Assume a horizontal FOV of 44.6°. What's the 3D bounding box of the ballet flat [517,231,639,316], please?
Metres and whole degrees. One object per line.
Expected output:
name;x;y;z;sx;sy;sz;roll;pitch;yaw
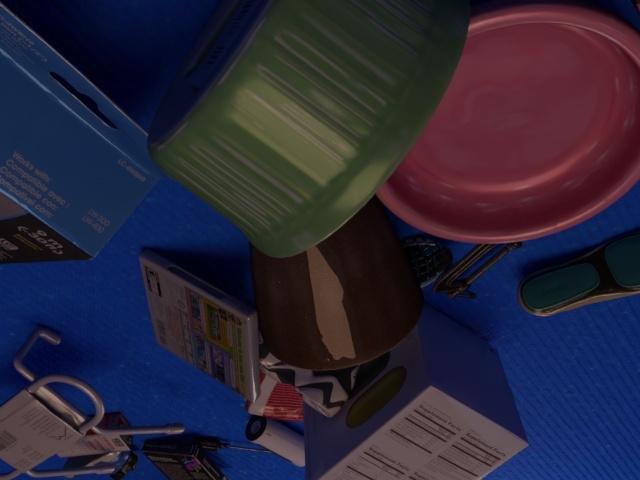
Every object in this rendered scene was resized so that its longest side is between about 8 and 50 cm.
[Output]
ballet flat;0.398;0.048;1.088;0.248;0.086;0.086;-16;135;19

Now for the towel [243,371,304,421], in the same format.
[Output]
towel;0.054;0.252;1.327;0.329;0.037;0.237;12;135;-13

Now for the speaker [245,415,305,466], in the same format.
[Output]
speaker;-0.072;0.369;1.439;0.055;0.055;0.136;-30;131;28

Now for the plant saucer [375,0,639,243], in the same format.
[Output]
plant saucer;0.209;-0.133;0.872;0.332;0.084;0.332;0;138;0

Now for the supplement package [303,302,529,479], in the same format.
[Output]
supplement package;0.130;0.264;1.178;0.198;0.199;0.262;33;117;-23

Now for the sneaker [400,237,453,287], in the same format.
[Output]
sneaker;0.107;0.057;1.104;0.191;0.071;0.083;-26;150;26

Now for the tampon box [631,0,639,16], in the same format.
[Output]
tampon box;0.338;-0.290;0.687;0.161;0.101;0.120;-23;132;23

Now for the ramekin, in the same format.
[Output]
ramekin;-0.025;-0.150;0.702;0.148;0.303;0.303;33;128;-22

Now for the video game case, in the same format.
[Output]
video game case;-0.170;0.126;1.125;0.193;0.023;0.212;27;142;21

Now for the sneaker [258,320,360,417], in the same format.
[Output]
sneaker;-0.032;0.137;1.170;0.235;0.153;0.094;32;161;21

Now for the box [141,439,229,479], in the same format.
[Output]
box;-0.261;0.439;1.517;0.116;0.029;0.162;-1;141;21

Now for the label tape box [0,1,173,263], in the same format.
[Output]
label tape box;-0.337;-0.086;0.805;0.348;0.115;0.249;-1;146;44

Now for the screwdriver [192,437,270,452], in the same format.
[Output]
screwdriver;-0.160;0.393;1.492;0.170;0.025;0.024;6;137;-12

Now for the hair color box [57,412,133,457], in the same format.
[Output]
hair color box;-0.424;0.358;1.433;0.141;0.043;0.072;-7;136;8

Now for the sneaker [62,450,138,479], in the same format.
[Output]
sneaker;-0.421;0.437;1.508;0.152;0.058;0.084;-28;122;18

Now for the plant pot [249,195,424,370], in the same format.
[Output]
plant pot;0.000;0.000;0.948;0.215;0.215;0.230;-10;123;10

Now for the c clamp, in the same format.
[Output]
c clamp;0.219;0.033;1.077;0.137;0.022;0.160;-1;143;-43

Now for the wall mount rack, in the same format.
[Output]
wall mount rack;-0.417;0.301;1.280;0.350;0.130;0.304;-33;112;31
